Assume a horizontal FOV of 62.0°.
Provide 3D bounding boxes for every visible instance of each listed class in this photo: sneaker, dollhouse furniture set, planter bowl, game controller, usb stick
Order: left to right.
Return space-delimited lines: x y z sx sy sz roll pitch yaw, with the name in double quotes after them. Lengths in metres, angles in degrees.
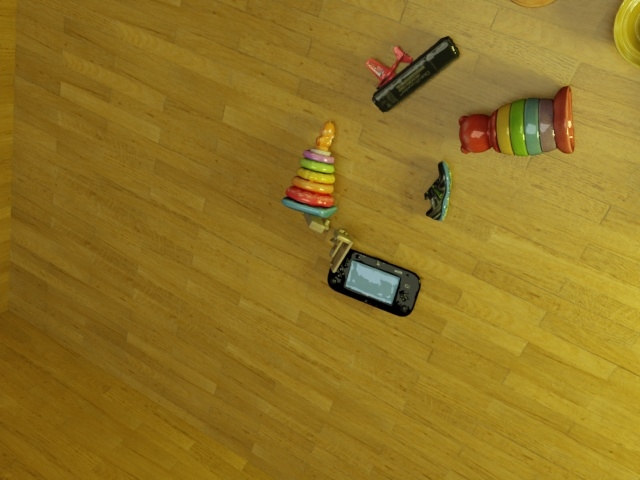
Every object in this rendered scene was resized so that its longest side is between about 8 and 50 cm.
0.000 0.000 1.797 0.151 0.144 0.123 24 107 -21 "dollhouse furniture set"
0.180 0.139 1.821 0.319 0.067 0.167 20 116 16 "game controller"
0.273 -0.476 1.543 0.278 0.045 0.077 -35 120 27 "usb stick"
0.357 -0.149 1.628 0.078 0.067 0.188 10 116 15 "sneaker"
0.813 -0.516 1.264 0.217 0.090 0.217 8 112 22 "planter bowl"

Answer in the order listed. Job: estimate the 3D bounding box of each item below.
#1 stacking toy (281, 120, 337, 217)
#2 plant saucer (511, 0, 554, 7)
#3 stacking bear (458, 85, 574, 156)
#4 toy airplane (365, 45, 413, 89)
-0.010 -0.238 1.732 0.165 0.175 0.302 17 104 15 "stacking toy"
0.551 -0.699 1.348 0.199 0.037 0.200 8 112 22 "plant saucer"
0.523 -0.303 1.449 0.288 0.164 0.176 -2 108 30 "stacking bear"
0.211 -0.508 1.579 0.151 0.028 0.151 7 124 10 "toy airplane"
